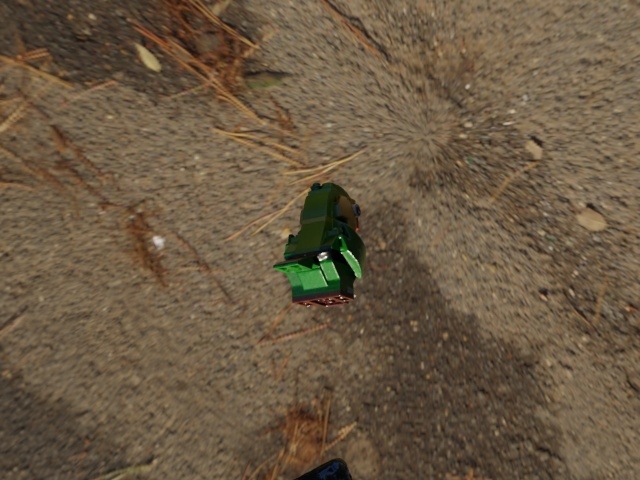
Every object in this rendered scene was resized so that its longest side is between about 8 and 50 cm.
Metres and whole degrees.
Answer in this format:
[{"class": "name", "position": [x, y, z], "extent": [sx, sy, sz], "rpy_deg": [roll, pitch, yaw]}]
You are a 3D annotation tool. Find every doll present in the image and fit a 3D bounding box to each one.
[{"class": "doll", "position": [0.004, 0.006, 1.374], "extent": [0.106, 0.186, 0.134], "rpy_deg": [-12, 133, 31]}]

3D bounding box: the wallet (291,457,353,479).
[{"class": "wallet", "position": [-0.021, 0.415, 1.059], "extent": [0.247, 0.041, 0.323], "rpy_deg": [-36, 52, 21]}]
